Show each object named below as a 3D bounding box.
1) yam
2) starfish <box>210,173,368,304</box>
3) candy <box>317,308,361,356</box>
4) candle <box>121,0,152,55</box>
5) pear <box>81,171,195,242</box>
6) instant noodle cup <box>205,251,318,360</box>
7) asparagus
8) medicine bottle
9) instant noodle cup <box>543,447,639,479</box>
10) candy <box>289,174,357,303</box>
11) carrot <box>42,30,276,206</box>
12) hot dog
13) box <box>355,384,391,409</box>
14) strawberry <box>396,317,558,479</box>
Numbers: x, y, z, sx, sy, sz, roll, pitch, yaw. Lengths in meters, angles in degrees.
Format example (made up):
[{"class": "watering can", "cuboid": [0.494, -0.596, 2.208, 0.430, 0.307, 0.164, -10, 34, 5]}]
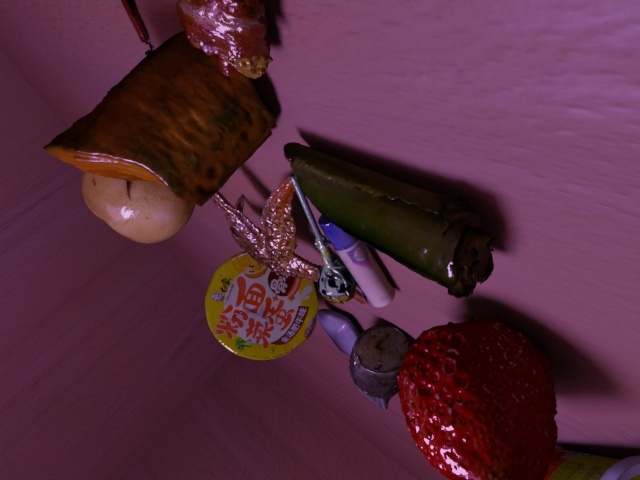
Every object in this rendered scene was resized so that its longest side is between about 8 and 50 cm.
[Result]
[{"class": "yam", "cuboid": [0.148, 0.312, 1.259, 0.154, 0.154, 0.254, 36, 160, 21]}, {"class": "starfish", "cuboid": [-0.100, -0.021, 1.122, 0.398, 0.132, 0.384, 24, 148, 35]}, {"class": "candy", "cuboid": [0.070, 0.275, 1.427, 0.138, 0.071, 0.174, 16, 145, 52]}, {"class": "candle", "cuboid": [-0.355, -0.422, 0.947, 0.026, 0.021, 0.167, 35, 157, 25]}, {"class": "pear", "cuboid": [-0.480, -0.150, 1.341, 0.309, 0.309, 0.309, 37, 159, 17]}, {"class": "instant noodle cup", "cuboid": [-0.169, 0.182, 1.427, 0.311, 0.311, 0.221, 45, 170, -2]}, {"class": "asparagus", "cuboid": [0.080, -0.047, 0.743, 0.382, 0.108, 0.128, 30, 157, 38]}, {"class": "medicine bottle", "cuboid": [0.075, 0.036, 0.974, 0.059, 0.059, 0.231, 14, 145, 53]}, {"class": "instant noodle cup", "cuboid": [0.491, 0.508, 0.853, 0.294, 0.294, 0.308, 42, 166, 6]}, {"class": "candy", "cuboid": [0.000, 0.000, 0.986, 0.091, 0.083, 0.306, -96, -16, -62]}, {"class": "carrot", "cuboid": [-0.248, -0.181, 0.834, 0.241, 0.340, 0.241, 46, 177, 3]}, {"class": "hot dog", "cuboid": [-0.129, -0.305, 0.635, 0.146, 0.103, 0.213, 36, 157, 24]}, {"class": "box", "cuboid": [0.170, 0.425, 1.499, 0.124, 0.093, 0.172, 31, 155, 32]}, {"class": "strawberry", "cuboid": [0.253, 0.263, 0.775, 0.257, 0.257, 0.277, 55, -161, -26]}]
